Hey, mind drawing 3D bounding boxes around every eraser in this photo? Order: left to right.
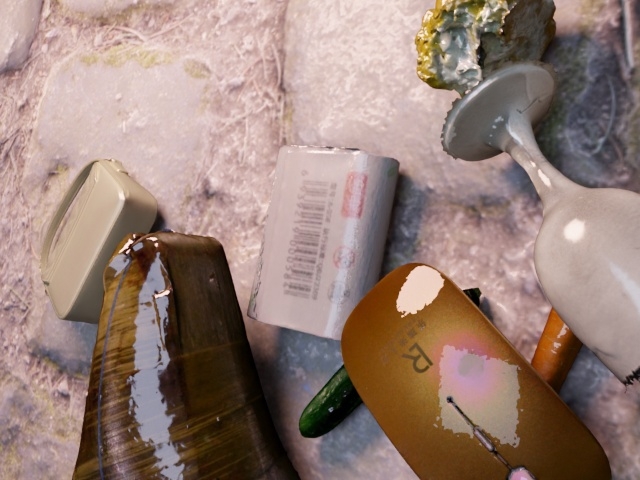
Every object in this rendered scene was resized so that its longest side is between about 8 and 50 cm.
[{"bbox_3d":[0.000,0.000,0.846,0.174,0.081,0.227,9,89,37],"label":"eraser"}]

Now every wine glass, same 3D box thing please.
[{"bbox_3d":[0.243,-0.023,0.642,0.143,0.143,0.321,-38,57,22],"label":"wine glass"}]

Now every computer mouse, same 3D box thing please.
[{"bbox_3d":[0.143,0.162,0.682,0.158,0.072,0.310,-45,65,14],"label":"computer mouse"}]

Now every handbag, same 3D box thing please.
[{"bbox_3d":[-0.374,-0.011,1.089,0.219,0.079,0.256,40,104,41],"label":"handbag"}]

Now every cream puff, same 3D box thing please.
[{"bbox_3d":[0.174,-0.228,0.741,0.156,0.156,0.121,13,54,33],"label":"cream puff"}]

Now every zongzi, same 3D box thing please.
[{"bbox_3d":[-0.261,0.214,0.899,0.432,0.208,0.403,-21,80,33],"label":"zongzi"}]

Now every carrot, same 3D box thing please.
[{"bbox_3d":[0.227,0.157,0.704,0.043,0.043,0.248,26,99,32],"label":"carrot"}]

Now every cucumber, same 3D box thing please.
[{"bbox_3d":[0.073,0.144,0.793,0.284,0.056,0.056,-42,63,18],"label":"cucumber"}]
